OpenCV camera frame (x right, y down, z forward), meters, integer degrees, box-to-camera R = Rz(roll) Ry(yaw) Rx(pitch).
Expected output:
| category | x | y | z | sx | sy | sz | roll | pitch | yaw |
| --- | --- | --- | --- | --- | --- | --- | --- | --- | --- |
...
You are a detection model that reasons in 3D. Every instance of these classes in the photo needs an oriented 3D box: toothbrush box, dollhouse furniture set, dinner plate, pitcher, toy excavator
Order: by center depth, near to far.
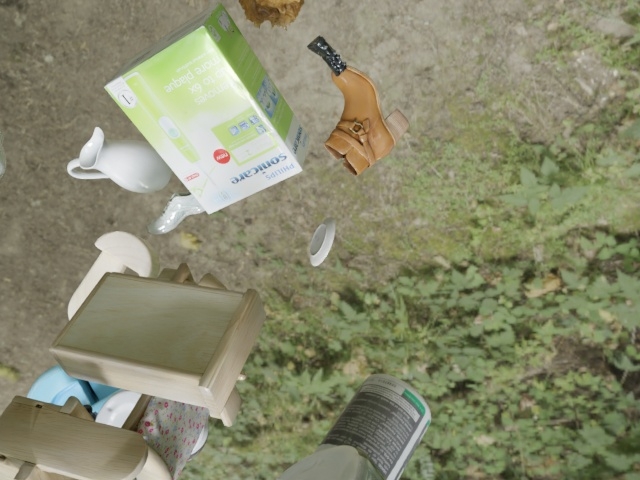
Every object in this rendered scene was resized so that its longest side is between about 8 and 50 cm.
| category | x | y | z | sx | sy | sz | roll | pitch | yaw |
| --- | --- | --- | --- | --- | --- | --- | --- | --- | --- |
| dollhouse furniture set | -0.137 | 0.215 | 0.690 | 0.174 | 0.303 | 0.355 | 7 | 135 | 19 |
| toothbrush box | -0.181 | -0.215 | 1.058 | 0.206 | 0.122 | 0.283 | -22 | 123 | 22 |
| toy excavator | -0.449 | 0.259 | 1.250 | 0.433 | 0.445 | 0.222 | -32 | 176 | -4 |
| pitcher | -0.484 | -0.179 | 1.506 | 0.178 | 0.125 | 0.207 | -23 | 154 | 35 |
| dinner plate | 0.000 | 0.000 | 1.674 | 0.017 | 0.141 | 0.141 | 21 | 142 | -20 |

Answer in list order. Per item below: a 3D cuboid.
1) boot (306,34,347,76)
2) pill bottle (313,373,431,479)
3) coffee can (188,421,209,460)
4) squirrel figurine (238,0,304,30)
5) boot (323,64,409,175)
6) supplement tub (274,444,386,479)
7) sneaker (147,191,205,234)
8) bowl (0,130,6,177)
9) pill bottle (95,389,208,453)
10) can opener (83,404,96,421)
| category | x | y | z | sx | sy | sz | roll | pitch | yaw |
| --- | --- | --- | --- | --- | --- | --- | --- | --- | --- |
| boot | 0.018 | -0.460 | 1.555 | 0.045 | 0.121 | 0.099 | -43 | 111 | 3 |
| pill bottle | 0.108 | 0.521 | 1.530 | 0.204 | 0.361 | 0.204 | 23 | 136 | 24 |
| coffee can | -0.438 | 0.512 | 1.693 | 0.202 | 0.201 | 0.275 | 0 | 163 | 6 |
| squirrel figurine | -0.040 | -0.625 | 1.252 | 0.397 | 0.370 | 0.281 | -41 | 124 | 6 |
| boot | 0.081 | -0.332 | 1.720 | 0.283 | 0.220 | 0.109 | 46 | 166 | -3 |
| supplement tub | 0.060 | 0.412 | 0.707 | 0.194 | 0.193 | 0.316 | -33 | 96 | 41 |
| sneaker | -0.311 | -0.069 | 1.337 | 0.152 | 0.053 | 0.061 | -33 | 126 | -5 |
| bowl | -0.932 | -0.163 | 1.593 | 0.298 | 0.298 | 0.134 | -35 | 86 | 42 |
| pill bottle | -0.275 | 0.316 | 1.053 | 0.119 | 0.119 | 0.208 | -4 | 161 | 12 |
| can opener | -0.407 | 0.353 | 1.003 | 0.073 | 0.186 | 0.059 | 19 | 179 | -44 |
